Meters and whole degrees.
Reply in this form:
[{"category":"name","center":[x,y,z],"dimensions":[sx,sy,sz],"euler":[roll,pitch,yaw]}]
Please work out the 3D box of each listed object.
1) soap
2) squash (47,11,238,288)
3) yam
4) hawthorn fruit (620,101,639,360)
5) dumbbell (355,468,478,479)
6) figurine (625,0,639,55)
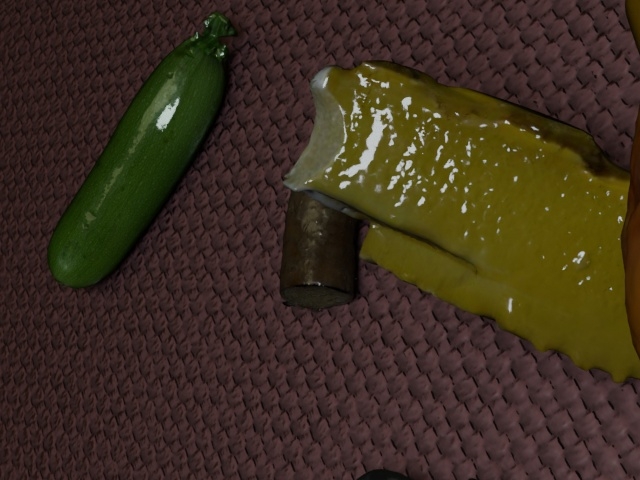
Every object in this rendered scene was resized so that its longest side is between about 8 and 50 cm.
[{"category":"soap","center":[0.182,0.002,0.835],"dimensions":[0.338,0.304,0.169],"euler":[26,96,42]},{"category":"squash","center":[-0.206,-0.099,1.329],"dimensions":[0.101,0.101,0.379],"euler":[39,100,41]},{"category":"yam","center":[0.001,0.001,1.138],"dimensions":[0.084,0.084,0.127],"euler":[-8,66,37]},{"category":"hawthorn fruit","center":[0.380,-0.035,0.566],"dimensions":[0.472,0.472,0.472],"euler":[-14,66,35]},{"category":"dumbbell","center":[0.021,0.365,0.925],"dimensions":[0.179,0.179,0.406],"euler":[40,101,41]},{"category":"figurine","center":[0.360,-0.205,0.855],"dimensions":[0.257,0.167,0.192],"euler":[-30,71,31]}]
